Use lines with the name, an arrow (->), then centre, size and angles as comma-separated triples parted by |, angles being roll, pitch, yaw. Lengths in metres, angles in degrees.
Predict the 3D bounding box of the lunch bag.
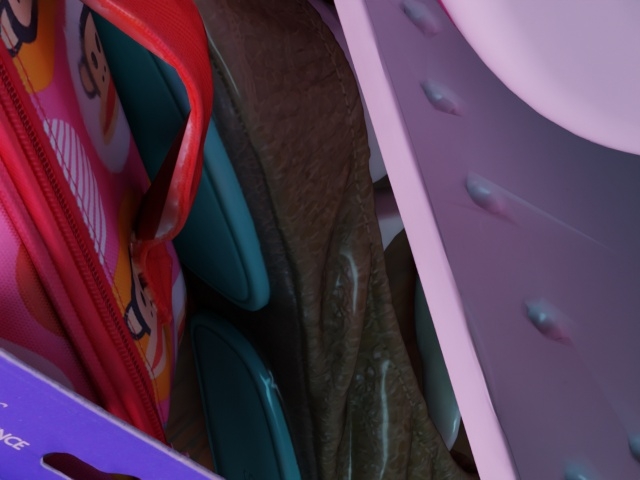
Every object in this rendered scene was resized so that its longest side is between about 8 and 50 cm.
lunch bag -> -0.154, -0.025, 0.583 | 0.258, 0.120, 0.293 | -7, 133, 14

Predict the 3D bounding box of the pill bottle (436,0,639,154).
pill bottle -> 0.061, -0.155, 0.515 | 0.160, 0.283, 0.160 | -9, 125, -13

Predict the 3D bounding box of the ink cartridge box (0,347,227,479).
ink cartridge box -> -0.119, 0.109, 0.600 | 0.208, 0.045, 0.206 | -24, 139, 31

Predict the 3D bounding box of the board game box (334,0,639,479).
board game box -> 0.164, 0.030, 0.612 | 0.390, 0.390, 0.050 | 20, 125, -28

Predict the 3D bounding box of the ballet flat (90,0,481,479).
ballet flat -> 0.000, 0.000, 0.718 | 0.124, 0.116, 0.342 | -33, 129, -20
